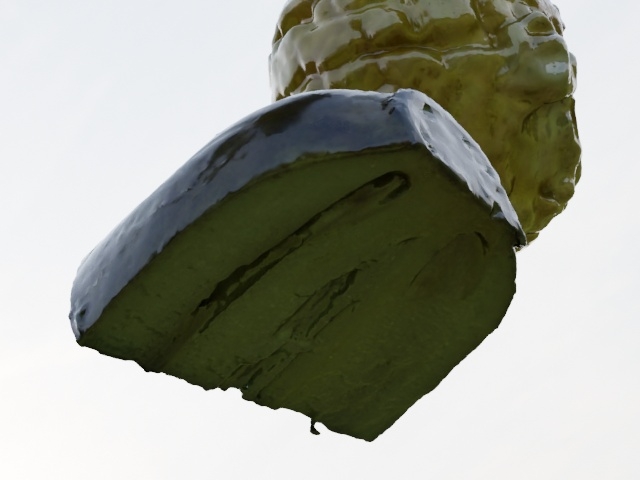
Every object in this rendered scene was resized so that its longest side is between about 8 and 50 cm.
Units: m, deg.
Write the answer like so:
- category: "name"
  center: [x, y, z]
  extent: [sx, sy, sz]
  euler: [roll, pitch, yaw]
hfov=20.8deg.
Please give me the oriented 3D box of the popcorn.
- category: "popcorn"
  center: [0.114, -0.153, 1.942]
  extent: [0.354, 0.390, 0.344]
  euler: [-60, -7, -26]

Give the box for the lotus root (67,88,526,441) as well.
- category: "lotus root"
  center: [-0.002, -0.012, 1.229]
  extent: [0.267, 0.149, 0.260]
  euler: [21, -53, -32]
